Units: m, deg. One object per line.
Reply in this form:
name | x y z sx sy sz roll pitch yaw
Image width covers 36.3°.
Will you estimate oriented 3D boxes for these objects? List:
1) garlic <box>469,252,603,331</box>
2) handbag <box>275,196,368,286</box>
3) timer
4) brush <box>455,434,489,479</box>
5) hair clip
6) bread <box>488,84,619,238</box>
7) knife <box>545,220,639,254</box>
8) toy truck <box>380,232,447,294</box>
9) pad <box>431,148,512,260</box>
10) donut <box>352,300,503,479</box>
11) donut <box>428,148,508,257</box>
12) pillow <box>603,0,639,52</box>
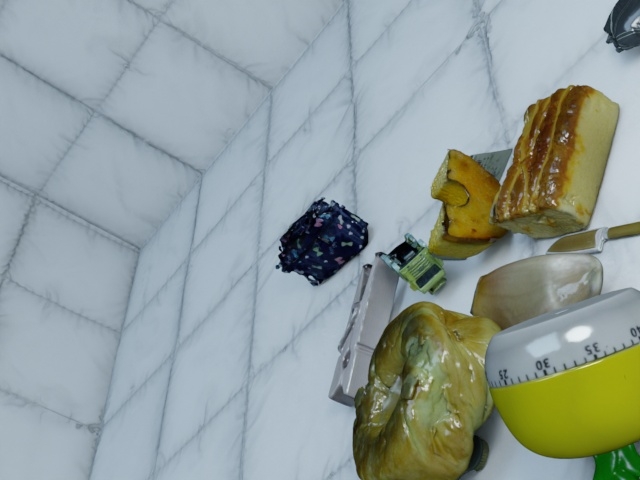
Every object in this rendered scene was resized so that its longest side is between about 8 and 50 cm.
garlic | 0.361 0.099 1.628 0.318 0.112 0.143 -12 73 55
handbag | 0.000 0.000 2.449 0.260 0.162 0.113 -45 28 40
timer | 0.375 0.223 1.331 0.285 0.285 0.285 -46 26 31
brush | 0.207 0.446 1.658 0.266 0.027 0.062 -60 22 11
hair clip | 0.096 0.192 2.110 0.101 0.085 0.331 -25 42 57
bread | 0.428 -0.145 1.788 0.184 0.114 0.275 -17 46 58
knife | 0.468 -0.003 1.645 0.256 0.022 0.046 -16 52 59
toy truck | 0.201 0.058 2.018 0.085 0.116 0.191 -43 10 -1
pad | 0.313 -0.076 2.079 0.159 0.009 0.265 -2 61 63
donut | 0.182 0.270 1.688 0.360 0.170 0.360 -160 90 -78
donut | 0.296 -0.053 1.922 0.259 0.152 0.101 -78 13 -48
pillow | 0.644 -0.482 1.765 0.335 0.092 0.161 -51 20 19
